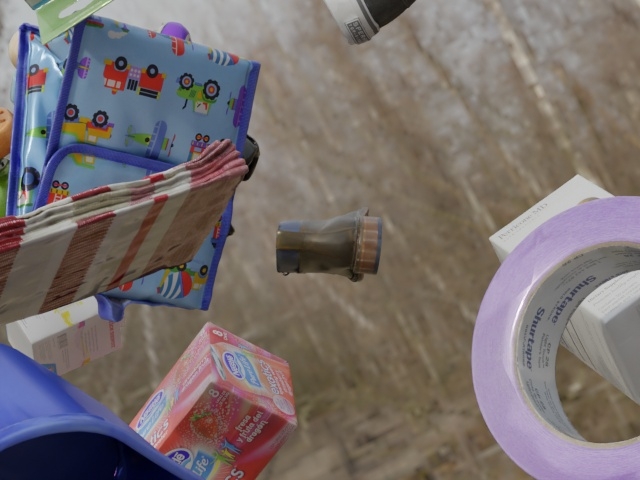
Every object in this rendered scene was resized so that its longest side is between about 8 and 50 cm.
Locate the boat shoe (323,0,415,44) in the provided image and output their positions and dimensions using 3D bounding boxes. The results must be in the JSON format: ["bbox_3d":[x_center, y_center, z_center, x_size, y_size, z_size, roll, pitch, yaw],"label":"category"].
[{"bbox_3d":[0.002,-0.243,1.131,0.076,0.228,0.080,-29,-22,7],"label":"boat shoe"}]

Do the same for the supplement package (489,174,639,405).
[{"bbox_3d":[0.318,0.051,1.824,0.139,0.134,0.244,-35,32,-9],"label":"supplement package"}]

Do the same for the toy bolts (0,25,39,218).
[{"bbox_3d":[-0.322,-0.149,1.935,0.218,0.158,0.228,-4,33,14],"label":"toy bolts"}]

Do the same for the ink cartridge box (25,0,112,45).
[{"bbox_3d":[-0.255,-0.294,1.594,0.109,0.209,0.062,-30,-44,11],"label":"ink cartridge box"}]

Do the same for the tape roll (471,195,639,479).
[{"bbox_3d":[0.278,0.102,1.507,0.274,0.275,0.090,-28,-29,23],"label":"tape roll"}]

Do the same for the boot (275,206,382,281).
[{"bbox_3d":[0.000,0.000,1.737,0.106,0.082,0.219,5,-4,-5],"label":"boot"}]

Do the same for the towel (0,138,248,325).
[{"bbox_3d":[-0.236,0.017,1.431,0.329,0.037,0.237,-20,-15,-24],"label":"towel"}]

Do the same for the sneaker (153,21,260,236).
[{"bbox_3d":[-0.145,-0.127,2.036,0.146,0.293,0.102,-2,-14,9],"label":"sneaker"}]

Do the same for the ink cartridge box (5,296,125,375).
[{"bbox_3d":[-0.327,0.104,2.156,0.143,0.090,0.092,-24,-36,-23],"label":"ink cartridge box"}]

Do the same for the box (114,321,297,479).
[{"bbox_3d":[-0.174,0.283,2.268,0.300,0.142,0.154,-52,22,22],"label":"box"}]

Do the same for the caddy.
[{"bbox_3d":[-0.203,0.224,1.151,0.241,0.179,0.341,-50,-38,-3],"label":"caddy"}]

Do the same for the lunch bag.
[{"bbox_3d":[-0.205,-0.063,1.706,0.221,0.293,0.138,11,-7,-36],"label":"lunch bag"}]
